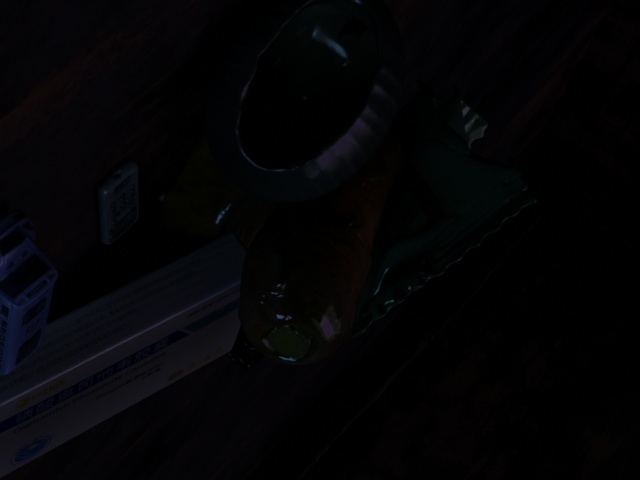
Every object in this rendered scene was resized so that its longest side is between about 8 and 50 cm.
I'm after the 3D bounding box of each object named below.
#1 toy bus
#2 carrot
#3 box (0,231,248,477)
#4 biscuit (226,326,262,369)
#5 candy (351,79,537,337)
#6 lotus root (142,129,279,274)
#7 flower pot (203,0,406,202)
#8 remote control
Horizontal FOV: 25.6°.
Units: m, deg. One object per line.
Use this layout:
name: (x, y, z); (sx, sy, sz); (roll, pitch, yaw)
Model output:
toy bus: (-0.286, 0.048, 1.291); (0.073, 0.076, 0.167); (-44, 166, -36)
carrot: (0.000, 0.000, 1.532); (0.302, 0.138, 0.139); (-63, 178, -42)
box: (-0.234, 0.130, 1.557); (0.343, 0.065, 0.200); (-28, 159, -29)
biscuit: (-0.030, 0.031, 2.165); (0.388, 0.107, 0.073); (-46, 167, -27)
candy: (0.120, -0.035, 1.694); (0.263, 0.172, 0.398); (-48, -160, 12)
lotus root: (-0.073, -0.064, 1.738); (0.375, 0.111, 0.390); (-53, 169, 18)
flower pot: (-0.016, -0.154, 1.456); (0.243, 0.189, 0.157); (-56, -176, -11)
remote control: (-0.211, -0.039, 1.470); (0.053, 0.018, 0.124); (-46, 167, -25)
